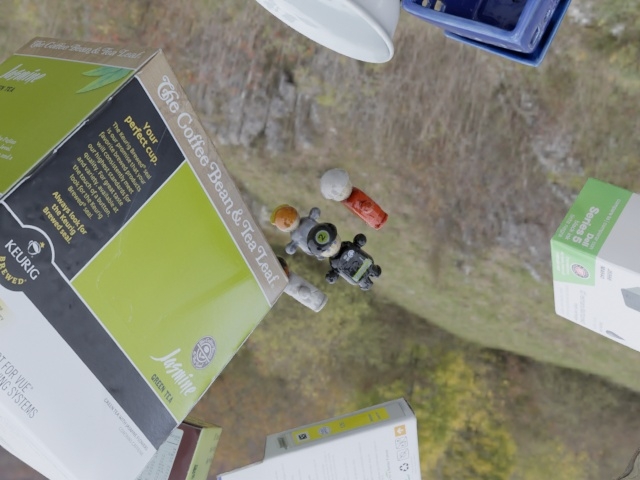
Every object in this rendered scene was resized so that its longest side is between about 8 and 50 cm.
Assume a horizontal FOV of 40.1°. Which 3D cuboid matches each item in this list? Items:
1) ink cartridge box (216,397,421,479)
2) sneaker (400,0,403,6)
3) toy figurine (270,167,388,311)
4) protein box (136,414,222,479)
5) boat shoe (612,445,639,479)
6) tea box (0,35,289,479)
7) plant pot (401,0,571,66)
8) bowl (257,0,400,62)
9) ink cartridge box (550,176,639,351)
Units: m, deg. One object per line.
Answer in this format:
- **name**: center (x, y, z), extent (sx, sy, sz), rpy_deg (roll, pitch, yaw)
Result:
- **ink cartridge box**: center (0.010, 0.418, 1.361), extent (0.307, 0.304, 0.072), rpy_deg (-12, -153, -9)
- **sneaker**: center (0.190, -0.602, 1.772), extent (0.107, 0.124, 0.283), rpy_deg (22, 140, 17)
- **toy figurine**: center (0.000, 0.000, 1.550), extent (0.209, 0.213, 0.148), rpy_deg (-27, 128, 38)
- **protein box**: center (-0.235, 0.323, 1.157), extent (0.135, 0.201, 0.200), rpy_deg (17, 169, 4)
- **boat shoe**: center (0.429, 0.385, 1.152), extent (0.130, 0.132, 0.355), rpy_deg (24, -147, 31)
- **tea box**: center (-0.251, 0.025, 0.885), extent (0.220, 0.323, 0.329), rpy_deg (15, 144, 39)
- **plant pot**: center (0.316, -0.444, 1.521), extent (0.236, 0.236, 0.212), rpy_deg (27, -175, 29)
- **bowl**: center (0.014, -0.414, 1.373), extent (0.297, 0.134, 0.298), rpy_deg (30, 178, 1)
- **ink cartridge box**: center (0.440, 0.060, 1.100), extent (0.272, 0.115, 0.198), rpy_deg (25, 157, 30)
